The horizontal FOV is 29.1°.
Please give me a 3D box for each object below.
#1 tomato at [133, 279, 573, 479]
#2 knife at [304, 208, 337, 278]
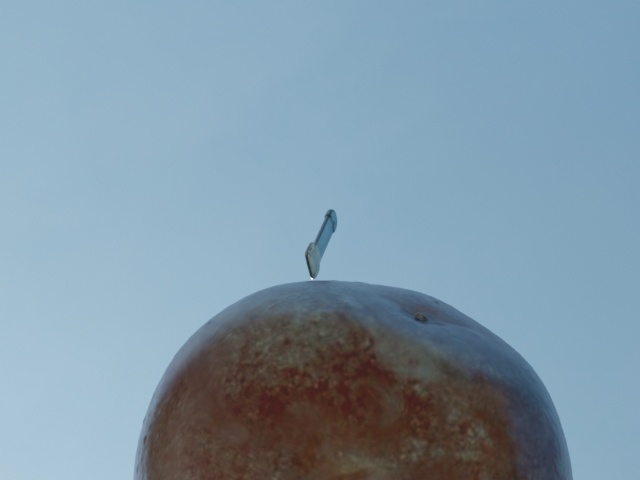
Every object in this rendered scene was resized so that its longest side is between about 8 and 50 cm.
[{"bbox_3d":[0.026,0.178,0.886,0.317,0.317,0.282,35,-71,38],"label":"tomato"},{"bbox_3d":[0.000,0.000,1.012,0.010,0.027,0.096,-5,-155,17],"label":"knife"}]
